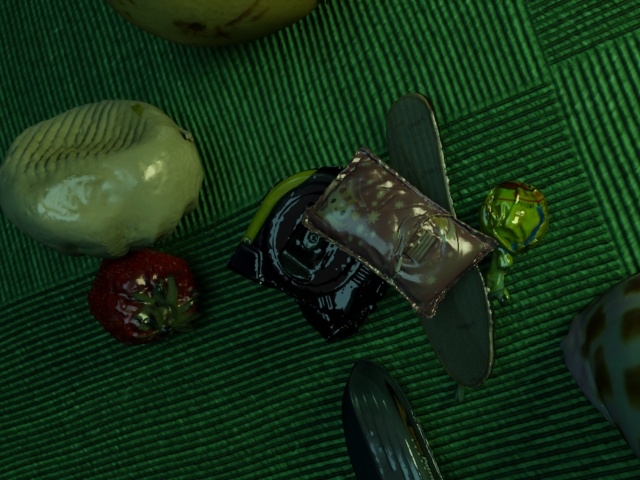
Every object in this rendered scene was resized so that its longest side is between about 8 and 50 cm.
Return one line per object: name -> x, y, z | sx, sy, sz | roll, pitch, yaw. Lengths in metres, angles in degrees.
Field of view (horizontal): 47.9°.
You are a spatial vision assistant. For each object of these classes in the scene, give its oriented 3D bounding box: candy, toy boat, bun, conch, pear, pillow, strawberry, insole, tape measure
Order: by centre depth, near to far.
conch -> 0.415, 0.144, 0.662 | 0.367, 0.197, 0.250 | 13, 72, 14
pillow -> 0.082, -0.008, 0.775 | 0.185, 0.043, 0.118 | 39, 85, 6
candy -> 0.192, 0.061, 0.816 | 0.077, 0.073, 0.262 | 16, 100, 9
pear -> -0.126, -0.375, 0.825 | 0.309, 0.309, 0.310 | -1, 88, 20
insole -> 0.132, -0.003, 0.832 | 0.119, 0.009, 0.349 | -22, 76, 52
toy boat -> 0.087, 0.251, 0.837 | 0.093, 0.103, 0.246 | -37, 63, 29
tape measure -> 0.000, 0.000, 0.860 | 0.199, 0.112, 0.186 | 32, 97, 17
bun -> -0.275, -0.066, 0.919 | 0.259, 0.259, 0.160 | 5, 126, 20
strawberry -> -0.235, 0.072, 0.942 | 0.148, 0.131, 0.131 | 8, 91, 44
